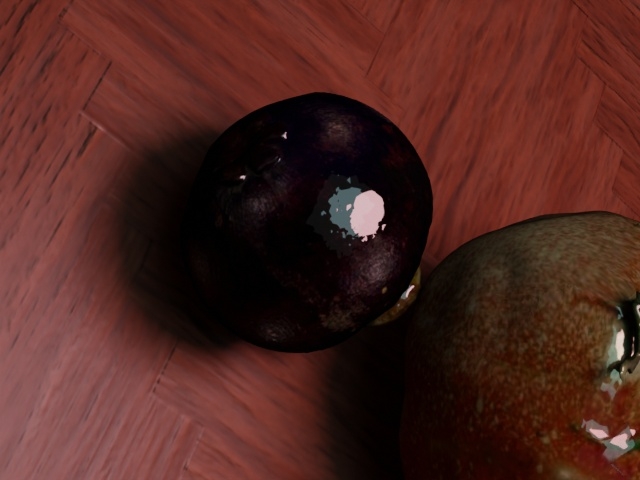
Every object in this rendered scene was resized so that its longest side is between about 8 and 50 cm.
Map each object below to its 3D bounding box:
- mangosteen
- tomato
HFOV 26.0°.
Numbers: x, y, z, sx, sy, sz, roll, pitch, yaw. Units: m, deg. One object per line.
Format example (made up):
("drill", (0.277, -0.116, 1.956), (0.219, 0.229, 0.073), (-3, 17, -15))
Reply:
("mangosteen", (0.000, 0.000, 1.025), (0.230, 0.194, 0.194), (51, 49, -49))
("tomato", (0.189, 0.128, 1.076), (0.303, 0.239, 0.303), (7, 81, -54))
